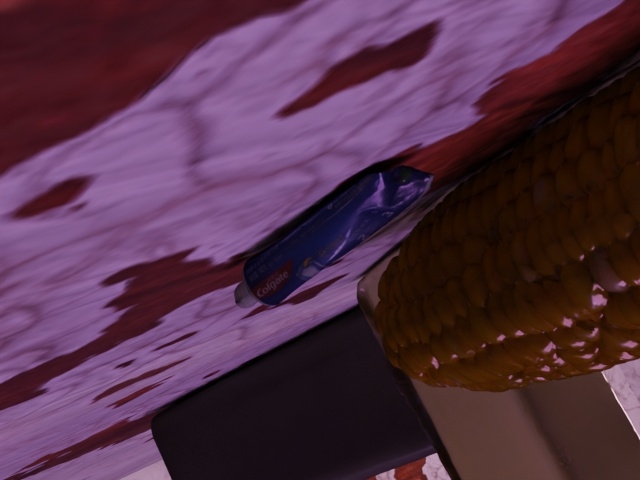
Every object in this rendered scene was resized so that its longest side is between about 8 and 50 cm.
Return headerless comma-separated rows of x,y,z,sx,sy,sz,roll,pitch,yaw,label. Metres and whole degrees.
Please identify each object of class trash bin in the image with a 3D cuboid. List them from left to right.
0.010,0.133,0.841,0.241,0.122,0.164,-27,173,17,trash bin

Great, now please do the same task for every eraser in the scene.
0.093,0.075,0.538,0.058,0.172,0.117,-24,171,-24,eraser

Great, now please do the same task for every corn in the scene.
0.118,-0.012,0.352,0.102,0.102,0.313,-21,173,-31,corn

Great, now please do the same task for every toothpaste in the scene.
0.000,0.000,0.337,0.027,0.019,0.083,8,145,-45,toothpaste
